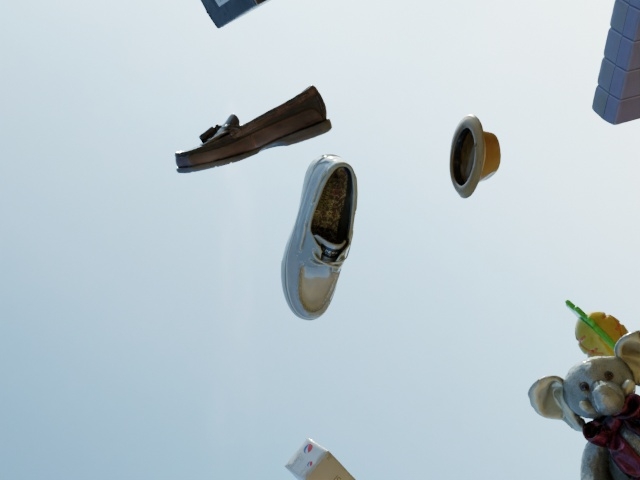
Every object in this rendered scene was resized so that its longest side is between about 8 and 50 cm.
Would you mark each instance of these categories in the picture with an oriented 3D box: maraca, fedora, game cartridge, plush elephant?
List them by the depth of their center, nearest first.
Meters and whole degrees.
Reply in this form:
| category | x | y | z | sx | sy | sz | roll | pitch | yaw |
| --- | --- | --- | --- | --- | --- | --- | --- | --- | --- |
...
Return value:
| category | x | y | z | sx | sy | sz | roll | pitch | yaw |
| --- | --- | --- | --- | --- | --- | --- | --- | --- | --- |
| game cartridge | 0.495 | -0.271 | 1.128 | 0.068 | 0.355 | 0.230 | 48 | 147 | 49 |
| plush elephant | 0.508 | 0.299 | 1.585 | 0.255 | 0.272 | 0.330 | 51 | -172 | -2 |
| maraca | 0.565 | 0.188 | 1.933 | 0.186 | 0.099 | 0.127 | 44 | 179 | -19 |
| fedora | 0.357 | -0.189 | 2.149 | 0.079 | 0.194 | 0.194 | 1 | -118 | -15 |

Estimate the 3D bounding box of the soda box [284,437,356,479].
| category | x | y | z | sx | sy | sz | roll | pitch | yaw |
| --- | --- | --- | --- | --- | --- | --- | --- | --- | --- |
| soda box | 0.032 | 0.457 | 1.726 | 0.069 | 0.074 | 0.216 | -49 | -58 | -16 |

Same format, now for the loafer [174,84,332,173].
| category | x | y | z | sx | sy | sz | roll | pitch | yaw |
| --- | --- | --- | --- | --- | --- | --- | --- | --- | --- |
| loafer | -0.131 | -0.206 | 1.750 | 0.109 | 0.303 | 0.095 | -142 | 36 | -73 |

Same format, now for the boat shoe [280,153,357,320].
| category | x | y | z | sx | sy | sz | roll | pitch | yaw |
| --- | --- | --- | --- | --- | --- | --- | --- | --- | --- |
| boat shoe | 0.001 | 0.000 | 1.253 | 0.079 | 0.081 | 0.227 | 7 | -83 | -17 |

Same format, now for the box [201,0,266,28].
| category | x | y | z | sx | sy | sz | roll | pitch | yaw |
| --- | --- | --- | --- | --- | --- | --- | --- | --- | --- |
| box | -0.066 | -0.352 | 1.185 | 0.158 | 0.156 | 0.093 | -35 | -75 | -19 |
